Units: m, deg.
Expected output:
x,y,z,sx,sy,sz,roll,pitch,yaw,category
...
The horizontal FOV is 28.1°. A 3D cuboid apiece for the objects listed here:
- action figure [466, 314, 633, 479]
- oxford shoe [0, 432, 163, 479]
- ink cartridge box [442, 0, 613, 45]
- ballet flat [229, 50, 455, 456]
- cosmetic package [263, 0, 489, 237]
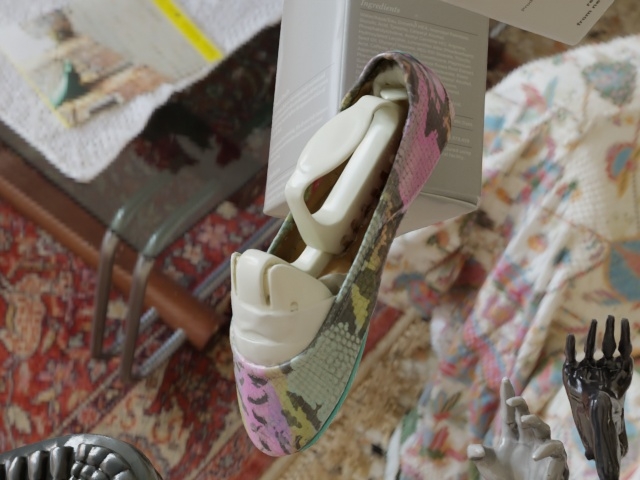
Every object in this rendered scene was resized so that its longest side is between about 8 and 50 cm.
x,y,z,sx,sy,sz,roll,pitch,yaw,category
0.152,0.116,0.593,0.164,0.141,0.275,-9,24,18,action figure
-0.126,0.150,0.515,0.096,0.227,0.082,15,42,-47,oxford shoe
0.039,-0.180,0.568,0.208,0.087,0.153,7,38,-46,ink cartridge box
0.000,0.000,0.661,0.077,0.079,0.221,19,80,37,ballet flat
0.037,-0.131,0.799,0.107,0.127,0.237,12,77,-19,cosmetic package
